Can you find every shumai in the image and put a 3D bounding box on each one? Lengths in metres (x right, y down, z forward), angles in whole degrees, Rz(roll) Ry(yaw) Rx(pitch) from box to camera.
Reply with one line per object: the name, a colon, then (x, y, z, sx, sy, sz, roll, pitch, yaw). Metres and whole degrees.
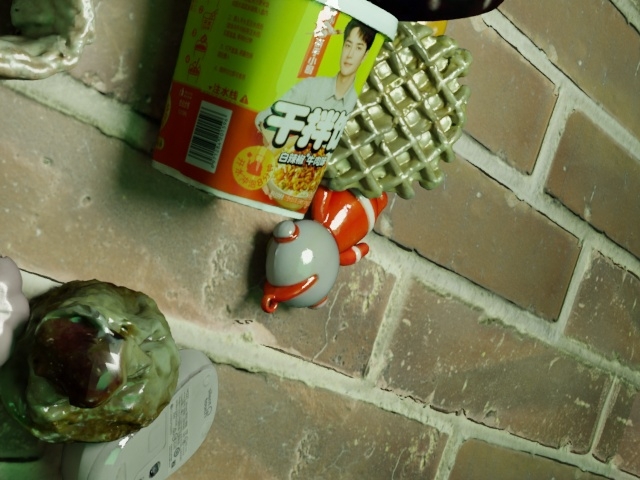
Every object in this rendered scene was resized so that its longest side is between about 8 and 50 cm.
shumai: (-0.262, 0.129, 1.371, 0.222, 0.203, 0.272, 42, 40, -6)

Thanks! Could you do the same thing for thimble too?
thimble: (-0.375, -0.278, 1.221, 0.196, 0.148, 0.229, -53, 133, -22)

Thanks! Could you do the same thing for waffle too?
waffle: (0.100, -0.207, 1.706, 0.309, 0.056, 0.292, 11, 100, -27)

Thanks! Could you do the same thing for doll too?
doll: (0.000, 0.000, 1.765, 0.336, 0.105, 0.200, -53, 136, -34)

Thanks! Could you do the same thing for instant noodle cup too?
instant noodle cup: (-0.081, -0.208, 1.502, 0.294, 0.294, 0.308, 14, 98, -49)

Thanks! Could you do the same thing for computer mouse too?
computer mouse: (-0.264, 0.269, 1.536, 0.297, 0.121, 0.184, -47, 145, -48)

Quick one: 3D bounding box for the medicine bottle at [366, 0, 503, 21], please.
medicine bottle: (0.162, -0.519, 1.519, 0.242, 0.242, 0.395, -26, 127, -41)

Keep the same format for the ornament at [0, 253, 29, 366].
ornament: (-0.436, 0.079, 1.265, 0.177, 0.177, 0.178, -17, 114, -44)

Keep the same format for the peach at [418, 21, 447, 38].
peach: (0.136, -0.351, 1.773, 0.138, 0.138, 0.138, -17, 114, -44)
